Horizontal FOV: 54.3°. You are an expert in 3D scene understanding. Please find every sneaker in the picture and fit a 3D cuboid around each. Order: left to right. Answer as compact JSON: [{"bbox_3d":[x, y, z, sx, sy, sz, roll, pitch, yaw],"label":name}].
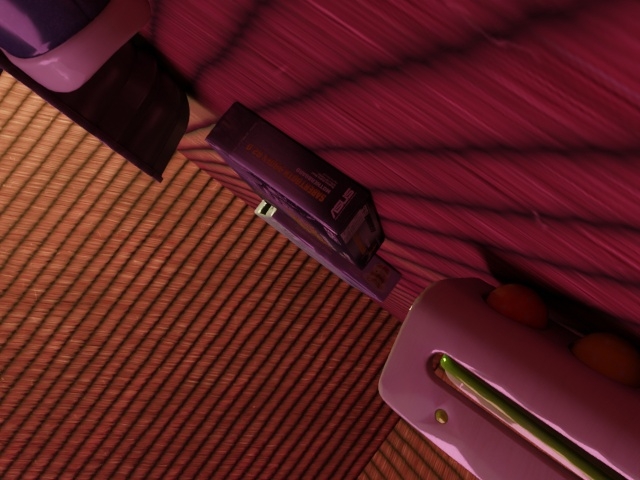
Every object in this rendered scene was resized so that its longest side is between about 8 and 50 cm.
[{"bbox_3d":[-0.263,-0.227,0.456,0.350,0.131,0.148,27,164,39],"label":"sneaker"}]

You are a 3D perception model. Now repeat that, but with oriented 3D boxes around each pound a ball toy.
[{"bbox_3d":[0.207,0.121,0.520,0.319,0.135,0.208,34,-159,36],"label":"pound a ball toy"}]

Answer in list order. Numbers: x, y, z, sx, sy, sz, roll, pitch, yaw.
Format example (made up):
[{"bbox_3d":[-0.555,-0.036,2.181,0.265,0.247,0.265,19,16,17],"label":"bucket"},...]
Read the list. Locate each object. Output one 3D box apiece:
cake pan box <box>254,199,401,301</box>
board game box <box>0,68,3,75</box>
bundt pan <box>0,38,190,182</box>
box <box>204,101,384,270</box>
[{"bbox_3d":[0.000,0.000,1.175,0.267,0.070,0.246,37,174,-11],"label":"cake pan box"},{"bbox_3d":[-0.624,-0.295,0.842,0.291,0.141,0.232,8,151,-6],"label":"board game box"},{"bbox_3d":[-0.305,-0.222,0.798,0.331,0.124,0.331,36,176,3],"label":"bundt pan"},{"bbox_3d":[-0.018,-0.053,0.745,0.183,0.056,0.231,35,176,14],"label":"box"}]
